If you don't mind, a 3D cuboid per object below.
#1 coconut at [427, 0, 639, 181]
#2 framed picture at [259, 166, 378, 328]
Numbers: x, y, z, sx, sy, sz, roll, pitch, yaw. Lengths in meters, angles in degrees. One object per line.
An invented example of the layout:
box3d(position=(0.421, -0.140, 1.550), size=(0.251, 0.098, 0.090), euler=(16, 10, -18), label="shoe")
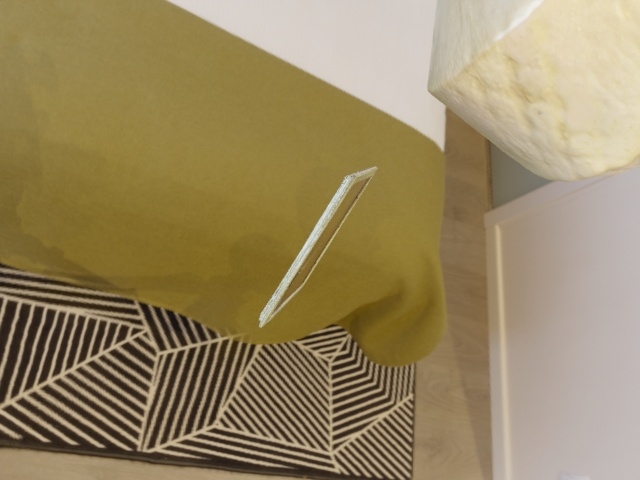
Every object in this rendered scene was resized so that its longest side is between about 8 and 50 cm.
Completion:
box3d(position=(0.239, -0.225, 0.488), size=(0.328, 0.328, 0.329), euler=(11, 67, -27), label="coconut")
box3d(position=(0.000, 0.000, 0.878), size=(0.018, 0.293, 0.231), euler=(34, 17, 6), label="framed picture")
